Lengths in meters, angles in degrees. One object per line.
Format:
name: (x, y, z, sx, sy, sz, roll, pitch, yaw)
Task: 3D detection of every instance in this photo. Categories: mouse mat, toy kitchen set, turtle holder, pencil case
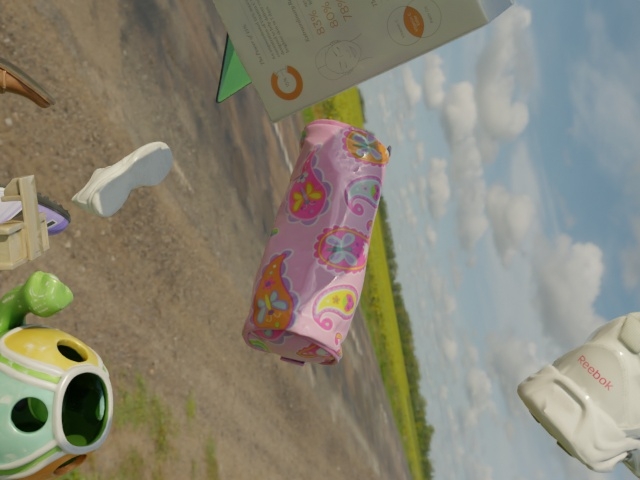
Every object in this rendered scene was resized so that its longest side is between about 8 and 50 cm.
mouse mat: (-0.123, -0.338, 1.218, 0.152, 0.007, 0.190, -46, 162, -42)
toy kitchen set: (-0.274, -0.017, 0.576, 0.083, 0.075, 0.068, -100, -172, -79)
turtle holder: (-0.454, 0.238, 1.159, 0.243, 0.227, 0.320, 46, 48, -48)
pencil case: (0.000, 0.000, 0.821, 0.124, 0.124, 0.284, 71, 30, -61)

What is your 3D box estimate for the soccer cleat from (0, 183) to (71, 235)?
soccer cleat: (-0.512, -0.030, 1.044, 0.318, 0.108, 0.117, 20, 68, -60)

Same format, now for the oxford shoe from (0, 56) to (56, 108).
oxford shoe: (-0.588, -0.295, 1.281, 0.212, 0.076, 0.076, 31, 5, -29)

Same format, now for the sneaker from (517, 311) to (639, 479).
sneaker: (0.236, 0.106, 0.507, 0.090, 0.115, 0.232, 50, 17, 32)

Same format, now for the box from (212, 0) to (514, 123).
box: (0.053, -0.338, 0.972, 0.215, 0.345, 0.168, 64, 33, -13)

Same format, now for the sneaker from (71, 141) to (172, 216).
sneaker: (-0.367, -0.123, 1.298, 0.212, 0.094, 0.080, -45, 134, -42)
